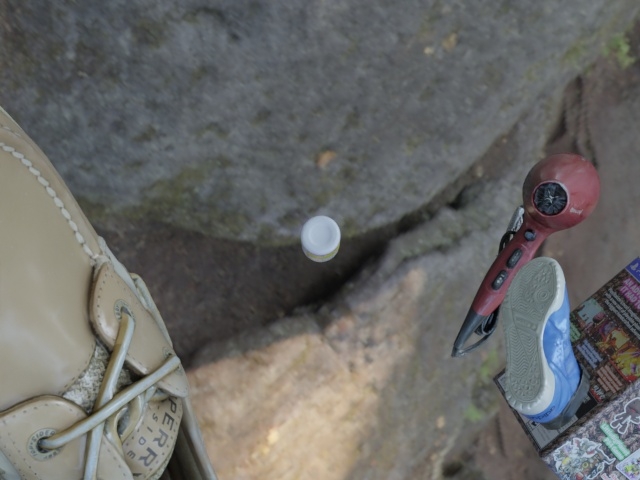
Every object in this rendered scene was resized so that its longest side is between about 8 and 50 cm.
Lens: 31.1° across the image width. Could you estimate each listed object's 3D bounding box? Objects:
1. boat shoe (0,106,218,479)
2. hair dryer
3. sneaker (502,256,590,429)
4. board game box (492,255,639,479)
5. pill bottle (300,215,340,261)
[{"bbox_3d":[-0.107,0.060,0.505,0.121,0.110,0.341,-57,156,-25],"label":"boat shoe"},{"bbox_3d":[0.231,0.008,1.235,0.223,0.080,0.293,-60,168,-27],"label":"hair dryer"},{"bbox_3d":[0.207,0.096,1.045,0.058,0.152,0.084,-13,146,32],"label":"sneaker"},{"bbox_3d":[0.427,0.202,1.646,0.291,0.232,0.141,-41,112,8],"label":"board game box"},{"bbox_3d":[0.000,0.000,1.272,0.043,0.043,0.083,-41,174,-6],"label":"pill bottle"}]
